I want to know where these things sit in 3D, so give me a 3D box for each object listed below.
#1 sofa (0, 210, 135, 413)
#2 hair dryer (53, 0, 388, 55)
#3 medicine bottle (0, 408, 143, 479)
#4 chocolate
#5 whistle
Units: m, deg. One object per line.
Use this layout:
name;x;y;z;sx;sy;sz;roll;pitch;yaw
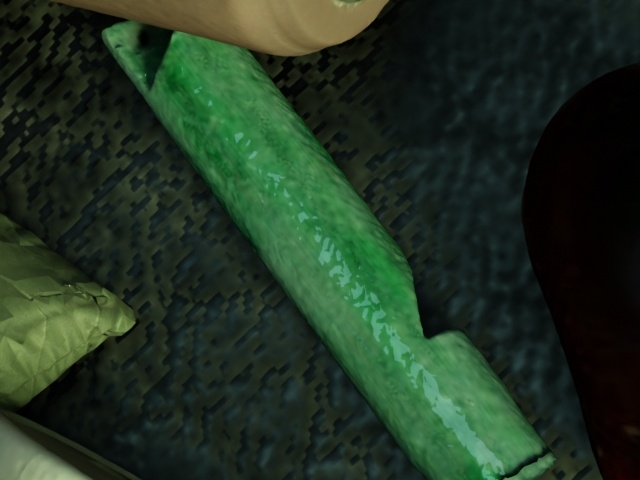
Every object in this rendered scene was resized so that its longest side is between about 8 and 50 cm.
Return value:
sofa;-0.214;0.062;0.570;0.210;0.176;0.225;34;115;16
hair dryer;-0.127;-0.062;0.474;0.210;0.125;0.352;17;46;22
medicine bottle;-0.099;0.172;0.493;0.139;0.139;0.237;31;85;16
chocolate;0.102;0.011;0.502;0.148;0.080;0.125;35;93;30
whistle;0.000;0.000;0.562;0.039;0.039;0.186;-38;73;1
